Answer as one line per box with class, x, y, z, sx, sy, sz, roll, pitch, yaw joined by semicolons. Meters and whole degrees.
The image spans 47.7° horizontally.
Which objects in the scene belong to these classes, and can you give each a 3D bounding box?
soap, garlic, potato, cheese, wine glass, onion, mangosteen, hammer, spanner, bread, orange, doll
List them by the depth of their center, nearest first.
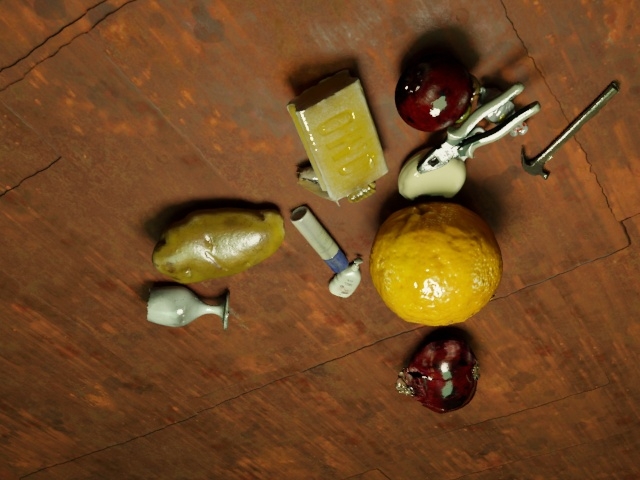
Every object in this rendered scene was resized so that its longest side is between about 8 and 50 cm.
mangosteen;0.266;-0.323;1.615;0.199;0.200;0.200;0;134;0
spanner;0.352;-0.246;1.676;0.324;0.040;0.095;-33;114;33
doll;0.425;-0.301;1.697;0.180;0.079;0.094;34;160;-35
soap;0.047;-0.245;1.707;0.173;0.089;0.274;-29;131;-5
hammer;0.607;-0.264;1.756;0.125;0.027;0.297;22;131;-25
cheese;0.298;-0.197;1.795;0.163;0.071;0.249;12;133;-11
orange;0.292;0.045;1.855;0.340;0.341;0.293;-8;118;8
garlic;0.008;-0.151;1.856;0.152;0.066;0.084;24;157;-15
bread;0.106;-0.126;1.893;0.088;0.034;0.049;-25;135;22
potato;-0.273;0.004;1.955;0.368;0.176;0.196;-13;94;3
wine glass;-0.391;0.199;2.156;0.241;0.126;0.126;7;134;-8
onion;0.388;0.413;2.282;0.280;0.221;0.281;4;134;4

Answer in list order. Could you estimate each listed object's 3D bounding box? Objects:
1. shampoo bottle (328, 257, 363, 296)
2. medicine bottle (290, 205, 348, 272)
shampoo bottle;0.086;0.102;2.107;0.077;0.045;0.152;19;131;-16
medicine bottle;0.000;0.000;1.999;0.059;0.059;0.231;-22;130;21
